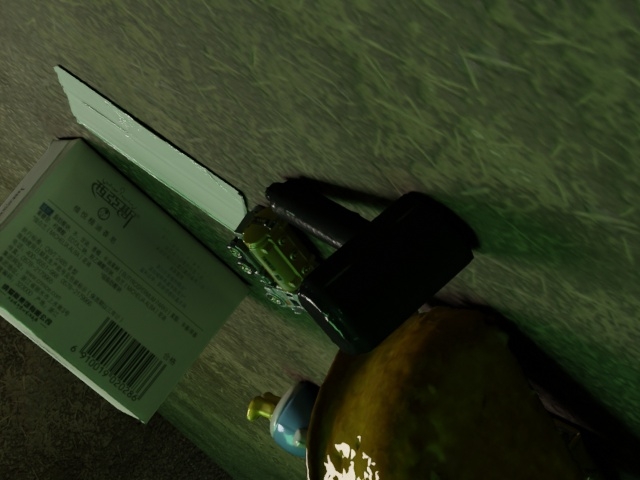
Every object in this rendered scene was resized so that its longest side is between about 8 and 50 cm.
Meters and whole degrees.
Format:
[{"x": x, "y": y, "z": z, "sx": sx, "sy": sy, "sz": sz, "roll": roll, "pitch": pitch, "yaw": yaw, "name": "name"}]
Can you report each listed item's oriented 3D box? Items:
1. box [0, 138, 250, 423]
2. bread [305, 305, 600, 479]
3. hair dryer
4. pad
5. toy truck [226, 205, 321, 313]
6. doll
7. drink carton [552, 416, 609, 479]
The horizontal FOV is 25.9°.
[{"x": -0.253, "y": 0.045, "z": 1.603, "sx": 0.274, "sy": 0.203, "sz": 0.116, "roll": 42, "pitch": 165, "yaw": -20, "name": "box"}, {"x": 0.109, "y": 0.228, "z": 1.147, "sx": 0.340, "sy": 0.179, "sz": 0.194, "roll": 60, "pitch": 152, "yaw": -8, "name": "bread"}, {"x": 0.001, "y": -0.001, "z": 1.057, "sx": 0.248, "sy": 0.114, "sz": 0.070, "roll": 30, "pitch": 158, "yaw": 55, "name": "hair dryer"}, {"x": -0.164, "y": -0.083, "z": 1.379, "sx": 0.232, "sy": 0.004, "sz": 0.156, "roll": 35, "pitch": 167, "yaw": 10, "name": "pad"}, {"x": -0.036, "y": 0.018, "z": 1.295, "sx": 0.063, "sy": 0.052, "sz": 0.123, "roll": 16, "pitch": 154, "yaw": 41, "name": "toy truck"}, {"x": 0.015, "y": 0.278, "z": 1.927, "sx": 0.241, "sy": 0.099, "sz": 0.135, "roll": 36, "pitch": 161, "yaw": 14, "name": "doll"}, {"x": 0.232, "y": 0.243, "z": 1.295, "sx": 0.074, "sy": 0.084, "sz": 0.200, "roll": 20, "pitch": 156, "yaw": 44, "name": "drink carton"}]
